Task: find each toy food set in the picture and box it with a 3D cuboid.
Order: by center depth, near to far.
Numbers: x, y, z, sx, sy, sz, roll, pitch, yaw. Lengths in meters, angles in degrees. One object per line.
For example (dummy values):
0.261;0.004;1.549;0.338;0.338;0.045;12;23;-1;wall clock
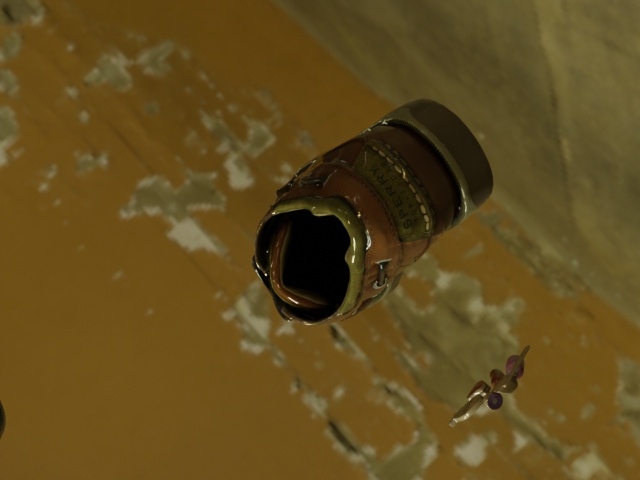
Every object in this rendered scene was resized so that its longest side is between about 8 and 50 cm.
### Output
0.185;0.155;1.378;0.019;0.078;0.122;39;148;-2;toy food set

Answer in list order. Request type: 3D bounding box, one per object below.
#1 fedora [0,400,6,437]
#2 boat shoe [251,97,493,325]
-0.456;0.198;1.415;0.334;0.152;0.334;18;128;25;fedora
0.000;0.000;0.874;0.111;0.104;0.307;51;156;6;boat shoe
